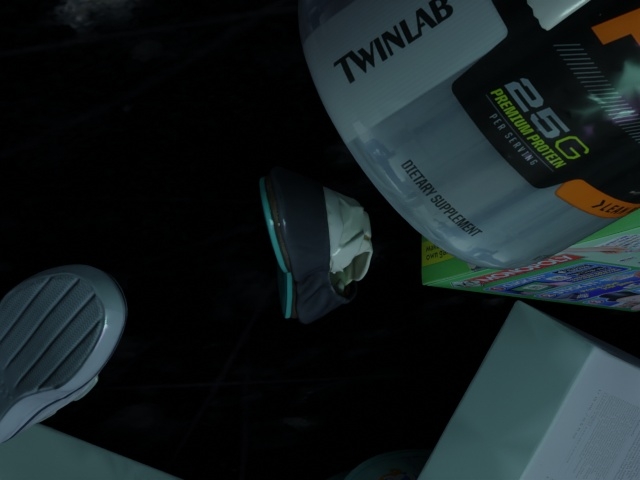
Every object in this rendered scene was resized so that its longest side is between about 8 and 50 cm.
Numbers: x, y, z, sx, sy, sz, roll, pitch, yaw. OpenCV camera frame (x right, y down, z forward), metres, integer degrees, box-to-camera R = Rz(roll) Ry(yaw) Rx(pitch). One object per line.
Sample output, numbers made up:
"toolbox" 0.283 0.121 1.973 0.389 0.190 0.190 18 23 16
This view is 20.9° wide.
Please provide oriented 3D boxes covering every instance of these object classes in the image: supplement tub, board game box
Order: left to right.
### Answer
"supplement tub" 0.172 -0.144 0.821 0.338 0.207 0.207 -32 147 31
"board game box" 0.248 -0.005 1.171 0.213 0.046 0.317 9 164 -34

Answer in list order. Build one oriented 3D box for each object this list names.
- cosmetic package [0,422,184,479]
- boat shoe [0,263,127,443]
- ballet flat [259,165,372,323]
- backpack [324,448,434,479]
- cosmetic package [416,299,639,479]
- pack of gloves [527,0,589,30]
"cosmetic package" -0.255 0.270 1.395 0.156 0.217 0.385 -25 148 22
"boat shoe" -0.192 0.076 1.227 0.076 0.083 0.226 -19 168 -47
"ballet flat" 0.000 0.000 1.159 0.074 0.074 0.203 -12 158 -2
"backpack" 0.077 0.313 1.610 0.225 0.191 0.253 9 116 -34
"cosmetic package" 0.177 0.264 1.469 0.284 0.097 0.377 26 94 -47
"pack of gloves" 0.125 -0.222 0.679 0.232 0.195 0.046 -31 177 31
